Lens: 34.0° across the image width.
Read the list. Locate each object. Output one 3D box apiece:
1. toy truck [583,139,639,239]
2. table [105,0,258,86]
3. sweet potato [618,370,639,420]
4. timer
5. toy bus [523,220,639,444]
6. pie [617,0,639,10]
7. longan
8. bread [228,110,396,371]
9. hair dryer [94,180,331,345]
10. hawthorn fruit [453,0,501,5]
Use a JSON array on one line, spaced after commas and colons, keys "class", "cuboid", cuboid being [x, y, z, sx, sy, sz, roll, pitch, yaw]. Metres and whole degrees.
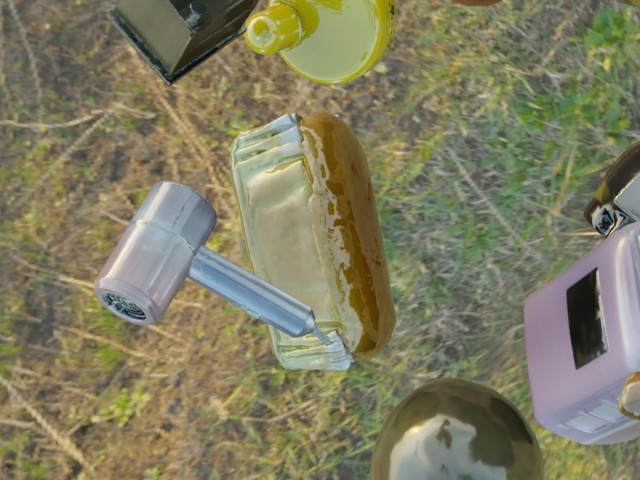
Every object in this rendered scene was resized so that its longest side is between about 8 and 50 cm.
[{"class": "toy truck", "cuboid": [0.466, 0.025, 1.159, 0.180, 0.405, 0.254, -46, 53, 13]}, {"class": "table", "cuboid": [-0.091, -0.174, 0.742, 0.070, 0.083, 0.082, 48, 150, -1]}, {"class": "sweet potato", "cuboid": [0.259, 0.145, 0.409, 0.314, 0.072, 0.066, 41, 85, 21]}, {"class": "timer", "cuboid": [0.003, -0.176, 0.837, 0.107, 0.109, 0.107, 13, 119, 26]}, {"class": "toy bus", "cuboid": [0.261, 0.074, 0.818, 0.142, 0.202, 0.142, 10, 63, -16]}, {"class": "pie", "cuboid": [0.316, -0.235, 0.926, 0.339, 0.339, 0.083, 22, 108, 20]}, {"class": "longan", "cuboid": [0.126, 0.212, 0.978, 0.159, 0.204, 0.185, 0, 131, 4]}, {"class": "bread", "cuboid": [0.000, 0.000, 0.999, 0.107, 0.136, 0.241, -11, 92, 24]}, {"class": "hair dryer", "cuboid": [-0.045, 0.026, 0.505, 0.114, 0.037, 0.063, 30, 62, -8]}, {"class": "hawthorn fruit", "cuboid": [0.154, -0.302, 1.084, 0.140, 0.125, 0.125, -12, 87, -15]}]
